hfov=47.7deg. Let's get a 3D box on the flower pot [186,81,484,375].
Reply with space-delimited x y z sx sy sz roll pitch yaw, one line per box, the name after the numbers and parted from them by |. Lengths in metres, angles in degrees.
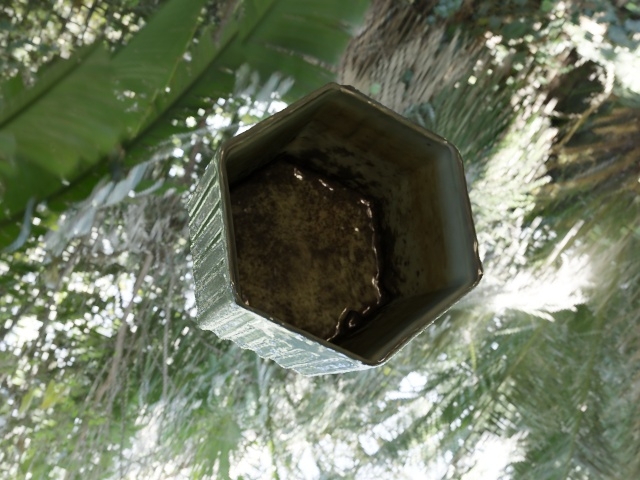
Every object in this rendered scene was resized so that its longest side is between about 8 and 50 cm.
0.000 0.000 0.648 0.239 0.209 0.189 25 161 -11 | flower pot
